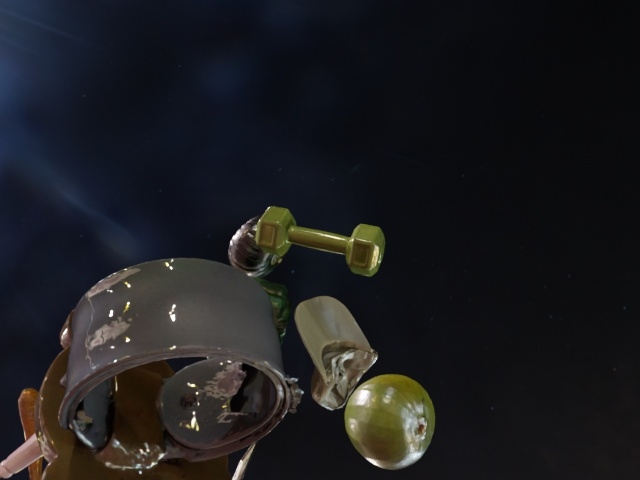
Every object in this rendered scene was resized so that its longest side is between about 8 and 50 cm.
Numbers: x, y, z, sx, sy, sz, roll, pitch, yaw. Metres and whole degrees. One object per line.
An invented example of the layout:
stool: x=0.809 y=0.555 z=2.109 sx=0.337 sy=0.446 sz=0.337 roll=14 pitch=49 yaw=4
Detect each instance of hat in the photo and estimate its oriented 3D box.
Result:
hat: x=0.012 y=0.272 z=1.318 sx=0.244 sy=0.214 sz=0.149 roll=51 pitch=-55 yaw=20

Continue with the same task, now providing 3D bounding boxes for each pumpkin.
pumpkin: x=-0.166 y=0.021 z=1.521 sx=0.140 sy=0.202 sz=0.202 roll=35 pitch=-58 yaw=13

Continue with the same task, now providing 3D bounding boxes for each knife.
knife: x=-0.651 y=0.485 z=1.074 sx=0.336 sy=0.081 sz=0.043 roll=-41 pitch=-73 yaw=-11

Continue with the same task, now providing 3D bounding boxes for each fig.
fig: x=0.206 y=0.583 z=1.771 sx=0.316 sy=0.316 sz=0.316 roll=9 pitch=-63 yaw=17

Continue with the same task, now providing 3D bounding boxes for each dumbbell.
dumbbell: x=0.000 y=0.000 z=1.284 sx=0.302 sy=0.108 sz=0.121 roll=13 pitch=-77 yaw=14

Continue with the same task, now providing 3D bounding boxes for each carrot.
carrot: x=-0.623 y=0.430 z=1.180 sx=0.048 sy=0.048 sz=0.216 roll=-21 pitch=-106 yaw=28

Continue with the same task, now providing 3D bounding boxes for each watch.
watch: x=-0.189 y=0.192 z=0.762 sx=0.327 sy=0.314 sz=0.335 roll=-39 pitch=-49 yaw=22

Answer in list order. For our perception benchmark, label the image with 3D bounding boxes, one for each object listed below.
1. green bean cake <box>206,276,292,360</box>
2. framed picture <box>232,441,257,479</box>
green bean cake: x=-0.181 y=0.276 z=1.308 sx=0.169 sy=0.308 sz=0.300 roll=13 pitch=-63 yaw=0
framed picture: x=-0.272 y=0.789 z=1.875 sx=0.010 sy=0.199 sz=0.195 roll=29 pitch=-56 yaw=-3
